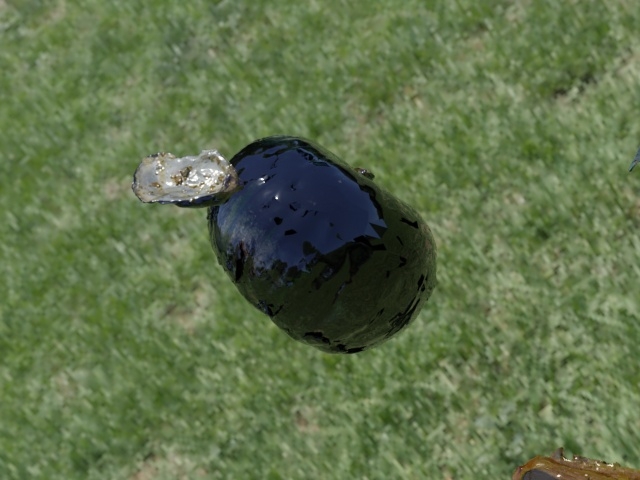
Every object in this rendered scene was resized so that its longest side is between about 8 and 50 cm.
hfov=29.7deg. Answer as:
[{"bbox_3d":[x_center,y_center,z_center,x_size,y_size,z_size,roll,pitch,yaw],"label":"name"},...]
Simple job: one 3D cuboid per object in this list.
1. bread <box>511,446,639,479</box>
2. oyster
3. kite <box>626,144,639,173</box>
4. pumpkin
[{"bbox_3d":[0.410,0.359,1.426,0.109,0.380,0.185,81,-162,-80],"label":"bread"},{"bbox_3d":[-0.096,-0.043,0.885,0.083,0.019,0.054,1,54,13],"label":"oyster"},{"bbox_3d":[0.463,-0.237,1.435,0.368,0.014,0.406,-61,-5,6],"label":"kite"},{"bbox_3d":[0.000,0.000,1.146,0.163,0.233,0.233,-52,25,7],"label":"pumpkin"}]
